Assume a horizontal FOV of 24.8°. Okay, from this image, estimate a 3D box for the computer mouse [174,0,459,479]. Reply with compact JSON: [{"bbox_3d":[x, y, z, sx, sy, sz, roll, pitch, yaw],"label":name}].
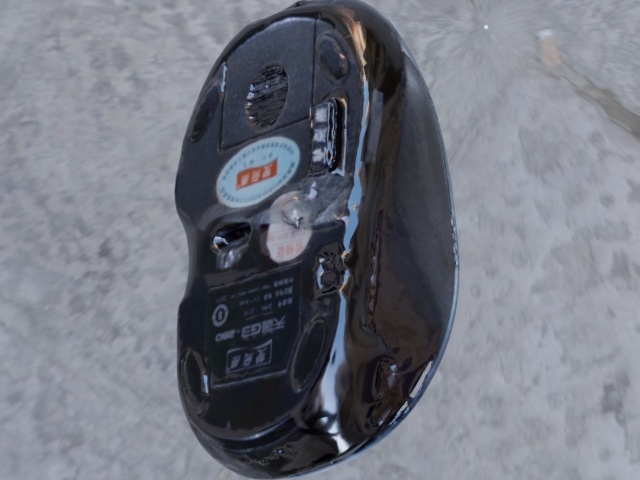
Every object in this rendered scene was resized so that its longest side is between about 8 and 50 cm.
[{"bbox_3d":[0.000,0.000,0.690,0.137,0.096,0.233,-15,64,47],"label":"computer mouse"}]
